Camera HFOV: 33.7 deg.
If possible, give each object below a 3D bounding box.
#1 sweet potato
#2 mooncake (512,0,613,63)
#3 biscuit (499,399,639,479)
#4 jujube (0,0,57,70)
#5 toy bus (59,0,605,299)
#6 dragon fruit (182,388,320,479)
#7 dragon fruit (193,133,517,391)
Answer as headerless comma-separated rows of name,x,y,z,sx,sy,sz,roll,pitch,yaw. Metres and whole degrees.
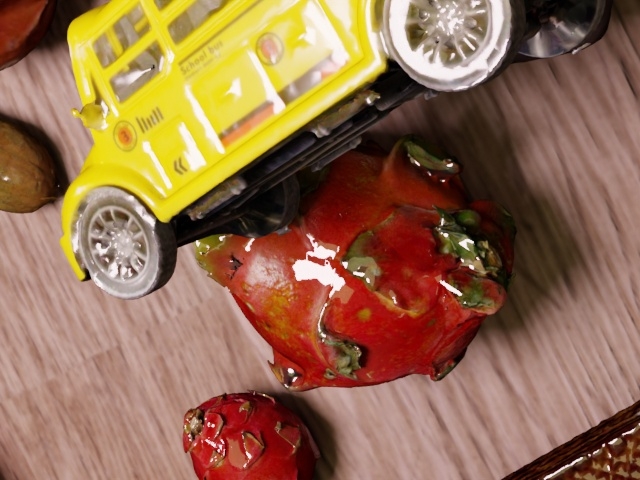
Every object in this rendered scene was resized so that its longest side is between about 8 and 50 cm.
sweet potato,-0.321,-0.087,0.887,0.233,0.062,0.081,21,106,16
mooncake,0.112,-0.228,0.631,0.133,0.245,0.245,-9,96,19
biscuit,0.138,0.244,0.791,0.388,0.073,0.107,-36,86,19
jujube,-0.300,-0.232,0.809,0.236,0.168,0.168,47,110,23
toy bus,-0.015,-0.098,0.539,0.330,0.144,0.152,-31,88,34
dragon fruit,-0.035,0.191,0.840,0.094,0.094,0.190,-26,115,20
dragon fruit,0.008,-0.016,0.736,0.200,0.198,0.269,-42,77,40
